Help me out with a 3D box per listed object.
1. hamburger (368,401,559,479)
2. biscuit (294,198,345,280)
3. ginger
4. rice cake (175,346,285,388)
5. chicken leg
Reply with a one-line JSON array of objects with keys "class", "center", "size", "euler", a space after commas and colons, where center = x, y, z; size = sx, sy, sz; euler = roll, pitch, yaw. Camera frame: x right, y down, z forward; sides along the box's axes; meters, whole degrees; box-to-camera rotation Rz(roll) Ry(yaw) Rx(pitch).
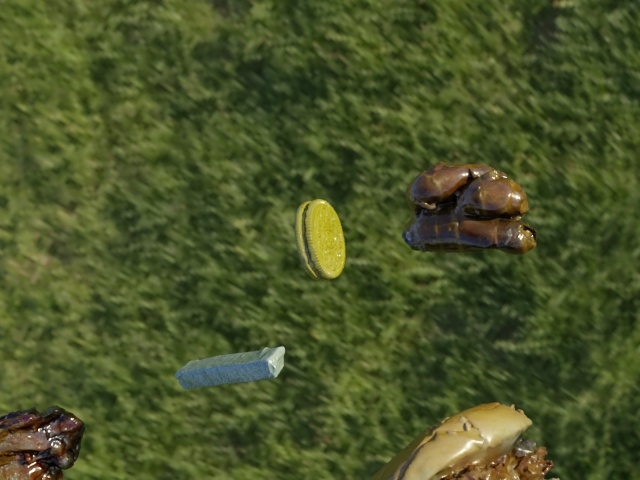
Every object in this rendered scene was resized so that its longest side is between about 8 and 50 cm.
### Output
[{"class": "hamburger", "center": [0.111, 0.297, 1.548], "size": [0.282, 0.245, 0.155], "euler": [-32, 72, -19]}, {"class": "biscuit", "center": [0.000, 0.000, 1.498], "size": [0.023, 0.084, 0.084], "euler": [-12, 60, 23]}, {"class": "ginger", "center": [0.163, -0.037, 1.616], "size": [0.162, 0.073, 0.103], "euler": [4, 105, 33]}, {"class": "rice cake", "center": [-0.098, 0.141, 1.630], "size": [0.170, 0.029, 0.033], "euler": [-14, 18, 47]}, {"class": "chicken leg", "center": [-0.419, 0.309, 1.796], "size": [0.322, 0.177, 0.083], "euler": [-28, 21, -2]}]
